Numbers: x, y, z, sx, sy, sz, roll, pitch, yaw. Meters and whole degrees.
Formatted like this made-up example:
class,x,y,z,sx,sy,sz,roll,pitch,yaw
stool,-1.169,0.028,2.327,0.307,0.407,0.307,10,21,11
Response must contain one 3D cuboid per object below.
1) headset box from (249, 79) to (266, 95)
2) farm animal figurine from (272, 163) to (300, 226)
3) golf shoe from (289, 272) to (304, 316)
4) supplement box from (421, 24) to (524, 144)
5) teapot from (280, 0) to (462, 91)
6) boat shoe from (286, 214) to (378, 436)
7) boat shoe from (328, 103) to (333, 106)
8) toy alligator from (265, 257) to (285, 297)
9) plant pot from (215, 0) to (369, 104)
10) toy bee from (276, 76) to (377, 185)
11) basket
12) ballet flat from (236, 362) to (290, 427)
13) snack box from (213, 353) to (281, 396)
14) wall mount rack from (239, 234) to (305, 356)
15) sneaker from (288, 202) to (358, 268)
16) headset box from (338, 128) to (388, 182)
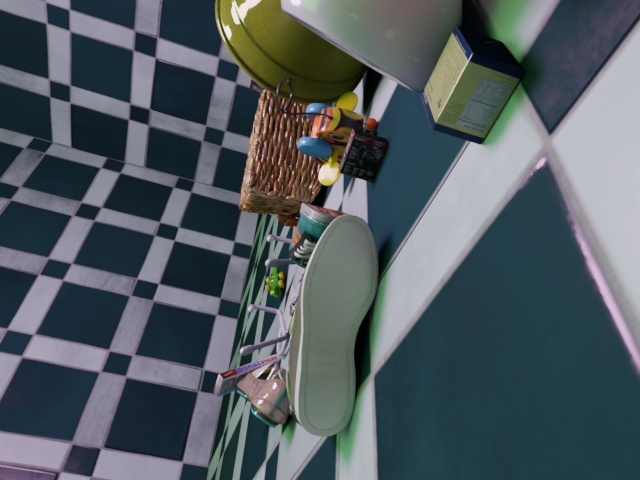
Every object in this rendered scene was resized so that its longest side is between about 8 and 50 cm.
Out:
class,x,y,z,sx,sy,sz,roll,pitch,yaw
headset box,-0.060,-0.550,1.411,0.246,0.131,0.283,-59,-1,-34
farm animal figurine,-0.116,-0.225,1.656,0.326,0.173,0.330,-109,36,-71
golf shoe,-0.005,0.122,0.934,0.198,0.077,0.093,108,160,-54
supplement box,0.151,-0.159,0.528,0.083,0.056,0.083,-89,18,-50
teapot,0.088,-0.323,0.659,0.187,0.253,0.256,-59,27,16
boat shoe,0.009,0.114,0.741,0.091,0.109,0.304,162,119,-71
boat shoe,0.024,-0.438,1.470,0.267,0.088,0.096,121,144,-46
toy alligator,-0.136,0.125,1.623,0.189,0.056,0.051,-93,-20,-58
plant pot,0.025,-0.514,1.004,0.353,0.367,0.366,-31,44,58
toy bee,0.033,-0.205,1.030,0.298,0.162,0.195,-28,-52,-71
basket,-0.091,-0.223,1.415,0.223,0.214,0.298,141,138,-72
ballet flat,-0.110,0.330,1.140,0.106,0.108,0.316,-57,12,-15
snack box,-0.179,0.334,1.284,0.022,0.178,0.064,42,125,33
wall mount rack,-0.101,0.124,1.225,0.304,0.131,0.349,-123,48,-75
sneaker,0.000,0.000,0.975,0.302,0.108,0.120,-174,98,-87
headset box,0.074,-0.149,0.888,0.032,0.062,0.083,-97,23,-61
